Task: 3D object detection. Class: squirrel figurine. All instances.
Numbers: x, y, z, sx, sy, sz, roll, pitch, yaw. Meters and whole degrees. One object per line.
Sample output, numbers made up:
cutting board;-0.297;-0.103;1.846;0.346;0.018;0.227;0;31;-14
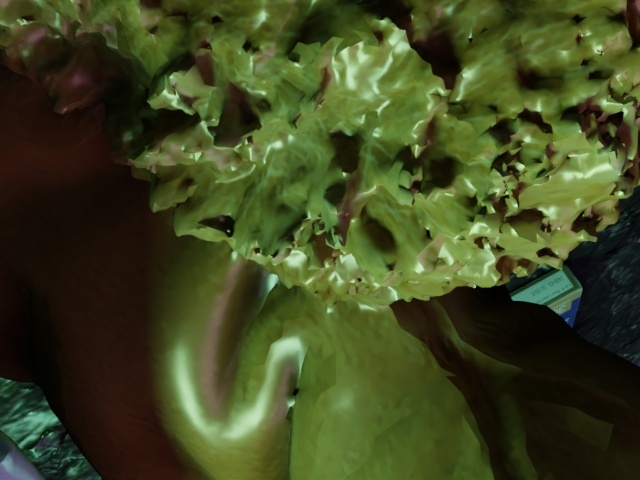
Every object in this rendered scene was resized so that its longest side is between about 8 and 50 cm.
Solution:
squirrel figurine;0.000;0.000;0.505;0.281;0.370;0.397;-30;149;-30

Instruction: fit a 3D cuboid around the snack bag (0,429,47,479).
snack bag;-0.215;0.085;0.538;0.323;0.342;0.037;75;38;-61

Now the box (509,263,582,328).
box;0.178;0.114;1.326;0.136;0.036;0.225;-28;155;-10
